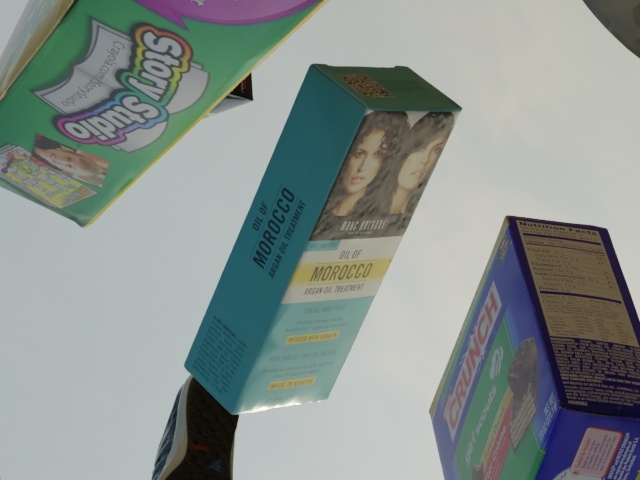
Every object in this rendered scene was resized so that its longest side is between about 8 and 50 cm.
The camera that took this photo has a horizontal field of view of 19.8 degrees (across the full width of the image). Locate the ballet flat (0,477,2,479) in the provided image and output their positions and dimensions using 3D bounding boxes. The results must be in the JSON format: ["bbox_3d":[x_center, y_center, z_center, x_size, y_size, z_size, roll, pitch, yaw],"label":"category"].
[{"bbox_3d":[-0.350,0.238,1.559,0.188,0.070,0.070,-25,-121,-33],"label":"ballet flat"}]

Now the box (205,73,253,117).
[{"bbox_3d":[-0.096,-0.120,1.260,0.083,0.062,0.052,12,-111,-46],"label":"box"}]

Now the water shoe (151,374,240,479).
[{"bbox_3d":[-0.115,0.215,1.619,0.073,0.080,0.203,22,-123,-10],"label":"water shoe"}]

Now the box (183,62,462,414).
[{"bbox_3d":[0.000,0.000,1.246,0.100,0.244,0.060,-4,-144,-47],"label":"box"}]

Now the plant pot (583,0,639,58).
[{"bbox_3d":[0.380,-0.299,1.683,0.284,0.191,0.284,19,-131,-23],"label":"plant pot"}]

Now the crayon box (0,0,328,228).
[{"bbox_3d":[-0.059,-0.208,1.020,0.106,0.363,0.313,29,-118,-15],"label":"crayon box"}]

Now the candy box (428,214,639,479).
[{"bbox_3d":[0.214,0.170,1.770,0.122,0.268,0.317,10,-148,-11],"label":"candy box"}]
